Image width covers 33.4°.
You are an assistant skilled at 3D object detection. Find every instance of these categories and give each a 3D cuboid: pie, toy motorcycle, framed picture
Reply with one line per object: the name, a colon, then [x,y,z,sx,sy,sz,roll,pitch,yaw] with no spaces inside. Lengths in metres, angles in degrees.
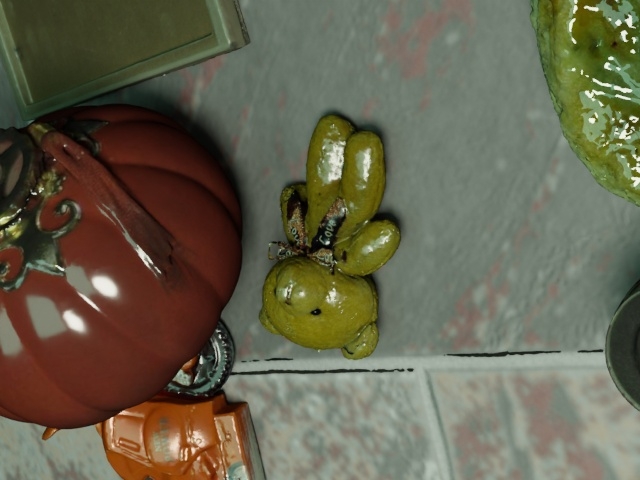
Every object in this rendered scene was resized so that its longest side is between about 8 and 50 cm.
pie: [0.259,-0.139,0.668,0.277,0.078,0.277,15,116,32]
toy motorcycle: [-0.167,0.238,1.096,0.221,0.148,0.325,-11,93,17]
framed picture: [-0.253,-0.359,1.012,0.326,0.028,0.446,-9,100,40]

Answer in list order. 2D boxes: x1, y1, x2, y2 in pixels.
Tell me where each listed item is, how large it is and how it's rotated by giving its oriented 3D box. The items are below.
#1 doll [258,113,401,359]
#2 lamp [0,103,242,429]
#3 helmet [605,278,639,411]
doll: [0.000,0.000,0.909,0.137,0.097,0.209,20,112,37]
lamp: [-0.213,0.018,0.952,0.303,0.303,0.257,2,149,37]
helmet: [0.285,0.049,0.695,0.177,0.107,0.153,-18,119,45]
